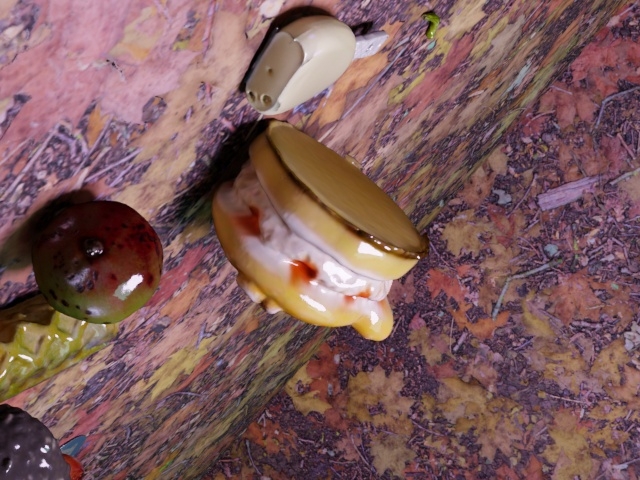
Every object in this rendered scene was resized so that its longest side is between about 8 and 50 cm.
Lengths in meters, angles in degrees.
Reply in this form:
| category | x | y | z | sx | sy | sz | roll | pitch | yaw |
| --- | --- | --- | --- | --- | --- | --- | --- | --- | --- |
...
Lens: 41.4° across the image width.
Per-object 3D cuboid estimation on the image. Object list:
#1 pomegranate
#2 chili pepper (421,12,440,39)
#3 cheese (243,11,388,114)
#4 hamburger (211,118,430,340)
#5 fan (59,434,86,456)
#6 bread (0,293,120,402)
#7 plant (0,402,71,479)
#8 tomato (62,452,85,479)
| category | x | y | z | sx | sy | sz | roll | pitch | yaw |
| --- | --- | --- | --- | --- | --- | --- | --- | --- | --- |
| pomegranate | -0.219 | 0.021 | 0.875 | 0.129 | 0.129 | 0.159 | -48 | 174 | 12 |
| chili pepper | 0.165 | -0.321 | 1.259 | 0.030 | 0.017 | 0.083 | -43 | 167 | -3 |
| cheese | 0.013 | -0.223 | 1.013 | 0.251 | 0.054 | 0.127 | -30 | 163 | -51 |
| hamburger | 0.000 | 0.000 | 1.118 | 0.303 | 0.261 | 0.186 | 24 | 114 | -31 |
| fan | -0.481 | 0.408 | 1.495 | 0.175 | 0.005 | 0.113 | -48 | 167 | 6 |
| bread | -0.337 | 0.122 | 0.900 | 0.269 | 0.098 | 0.087 | -29 | 120 | -51 |
| plant | -0.404 | 0.303 | 0.954 | 0.234 | 0.178 | 0.204 | -57 | 139 | -52 |
| tomato | -0.461 | 0.394 | 1.348 | 0.174 | 0.082 | 0.166 | -39 | 162 | -8 |
